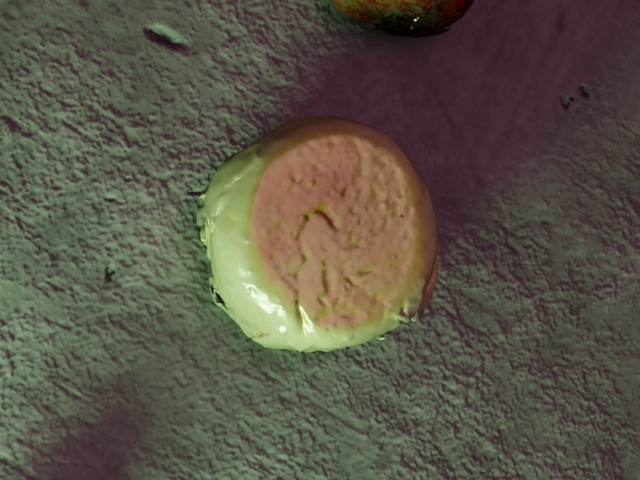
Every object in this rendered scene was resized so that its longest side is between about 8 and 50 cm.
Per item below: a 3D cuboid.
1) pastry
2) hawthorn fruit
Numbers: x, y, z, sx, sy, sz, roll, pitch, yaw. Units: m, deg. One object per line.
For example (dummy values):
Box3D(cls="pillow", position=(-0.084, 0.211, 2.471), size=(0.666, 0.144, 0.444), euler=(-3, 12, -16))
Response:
Box3D(cls="pastry", position=(-0.002, -0.002, 1.862), size=(0.265, 0.133, 0.264), euler=(2, 83, -20))
Box3D(cls="hawthorn fruit", position=(0.094, -0.339, 1.921), size=(0.181, 0.181, 0.235), euler=(4, 81, -21))
